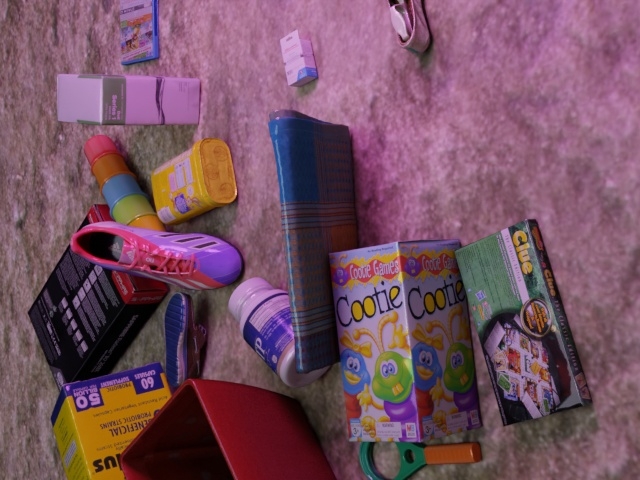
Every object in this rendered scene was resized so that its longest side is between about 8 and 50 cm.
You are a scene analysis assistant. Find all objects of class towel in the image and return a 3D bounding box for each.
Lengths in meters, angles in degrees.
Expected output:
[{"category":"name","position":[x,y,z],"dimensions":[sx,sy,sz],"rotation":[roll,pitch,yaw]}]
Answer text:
[{"category":"towel","position":[0.000,0.000,1.508],"dimensions":[0.040,0.271,0.370],"rotation":[-6,88,21]}]

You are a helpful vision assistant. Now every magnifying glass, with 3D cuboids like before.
[{"category":"magnifying glass","position":[0.147,0.326,1.532],"dimensions":[0.231,0.026,0.092],"rotation":[-16,79,47]}]

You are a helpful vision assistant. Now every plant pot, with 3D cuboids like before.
[{"category":"plant pot","position":[-0.134,0.392,1.668],"dimensions":[0.267,0.235,0.267],"rotation":[-48,60,35]}]

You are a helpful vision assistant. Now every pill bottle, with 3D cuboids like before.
[{"category":"pill bottle","position":[-0.069,0.147,1.682],"dimensions":[0.186,0.112,0.112],"rotation":[42,119,37]}]

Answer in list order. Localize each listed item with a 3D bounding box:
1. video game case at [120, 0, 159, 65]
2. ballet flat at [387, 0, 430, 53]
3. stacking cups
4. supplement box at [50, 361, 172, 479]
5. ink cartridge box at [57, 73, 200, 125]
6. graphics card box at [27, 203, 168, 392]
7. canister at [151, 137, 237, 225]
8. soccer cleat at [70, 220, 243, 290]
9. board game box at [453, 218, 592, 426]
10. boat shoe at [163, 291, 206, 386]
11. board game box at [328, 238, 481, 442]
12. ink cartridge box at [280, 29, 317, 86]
[{"category":"video game case","position":[-0.367,-0.444,2.042],"dimensions":[0.119,0.015,0.166],"rotation":[0,91,45]},{"category":"ballet flat","position":[0.122,-0.360,1.515],"dimensions":[0.057,0.052,0.168],"rotation":[-31,69,42]},{"category":"stacking cups","position":[-0.390,-0.093,2.025],"dimensions":[0.096,0.096,0.316],"rotation":[-52,54,33]},{"category":"supplement box","position":[-0.356,0.441,1.893],"dimensions":[0.356,0.194,0.195],"rotation":[67,151,20]},{"category":"ink cartridge box","position":[-0.357,-0.264,1.893],"dimensions":[0.160,0.219,0.093],"rotation":[11,102,46]},{"category":"graphics card box","position":[-0.474,0.129,2.110],"dimensions":[0.371,0.094,0.233],"rotation":[-51,57,32]},{"category":"canister","position":[-0.239,-0.106,1.879],"dimensions":[0.170,0.073,0.126],"rotation":[-21,76,45]},{"category":"soccer cleat","position":[-0.299,0.029,1.838],"dimensions":[0.318,0.116,0.109],"rotation":[11,96,14]},{"category":"board game box","position":[0.275,0.114,1.390],"dimensions":[0.136,0.030,0.260],"rotation":[-26,72,45]},{"category":"boat shoe","position":[-0.254,0.182,1.904],"dimensions":[0.066,0.066,0.183],"rotation":[23,113,45]},{"category":"board game box","position":[0.121,0.144,1.465],"dimensions":[0.144,0.142,0.275],"rotation":[-11,83,45]},{"category":"ink cartridge box","position":[-0.037,-0.306,1.697],"dimensions":[0.048,0.028,0.083],"rotation":[-20,77,44]}]
